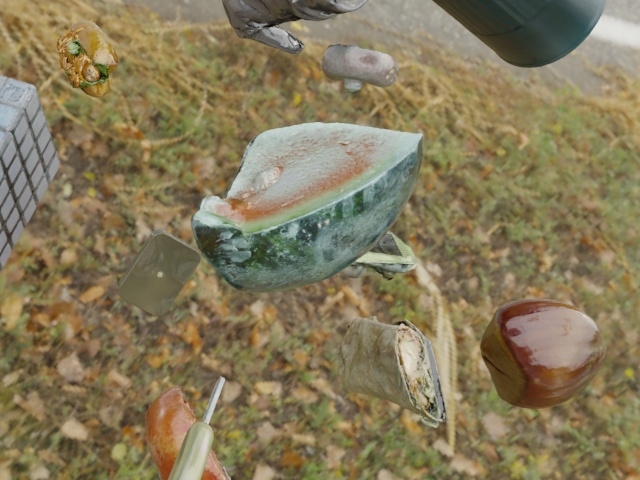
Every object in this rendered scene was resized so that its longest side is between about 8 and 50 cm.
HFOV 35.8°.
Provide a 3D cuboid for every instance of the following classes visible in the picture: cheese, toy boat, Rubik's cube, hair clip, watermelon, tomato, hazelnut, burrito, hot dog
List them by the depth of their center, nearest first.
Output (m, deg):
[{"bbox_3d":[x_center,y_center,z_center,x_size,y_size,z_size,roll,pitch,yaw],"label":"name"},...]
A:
[{"bbox_3d":[-0.012,-0.069,1.197,0.320,0.289,0.214,13,47,-59],"label":"watermelon"},{"bbox_3d":[-0.289,-0.226,1.211,0.055,0.072,0.188,11,17,-27],"label":"hot dog"},{"bbox_3d":[-0.168,0.272,1.366,0.037,0.097,0.192,24,53,-9],"label":"cheese"},{"bbox_3d":[-0.576,-0.124,1.560,0.236,0.238,0.237,17,61,3],"label":"Rubik's cube"},{"bbox_3d":[-0.218,0.358,1.608,0.095,0.237,0.237,-27,68,-7],"label":"tomato"},{"bbox_3d":[0.000,0.002,1.643,0.321,0.091,0.138,21,17,-21],"label":"hair clip"},{"bbox_3d":[0.400,0.199,1.777,0.181,0.212,0.181,-32,44,-28],"label":"hazelnut"},{"bbox_3d":[0.131,0.232,1.892,0.107,0.347,0.175,1,94,-25],"label":"burrito"},{"bbox_3d":[0.076,-0.331,1.975,0.155,0.085,0.227,12,3,4],"label":"toy boat"}]

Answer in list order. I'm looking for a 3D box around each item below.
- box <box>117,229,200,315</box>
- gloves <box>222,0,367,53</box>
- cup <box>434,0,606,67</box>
[{"bbox_3d":[-0.254,0.049,1.549,0.091,0.126,0.031,30,8,-27],"label":"box"},{"bbox_3d":[-0.031,-0.250,0.940,0.119,0.285,0.142,35,79,-15],"label":"gloves"},{"bbox_3d":[0.318,-0.485,1.649,0.292,0.308,0.242,21,10,-44],"label":"cup"}]
